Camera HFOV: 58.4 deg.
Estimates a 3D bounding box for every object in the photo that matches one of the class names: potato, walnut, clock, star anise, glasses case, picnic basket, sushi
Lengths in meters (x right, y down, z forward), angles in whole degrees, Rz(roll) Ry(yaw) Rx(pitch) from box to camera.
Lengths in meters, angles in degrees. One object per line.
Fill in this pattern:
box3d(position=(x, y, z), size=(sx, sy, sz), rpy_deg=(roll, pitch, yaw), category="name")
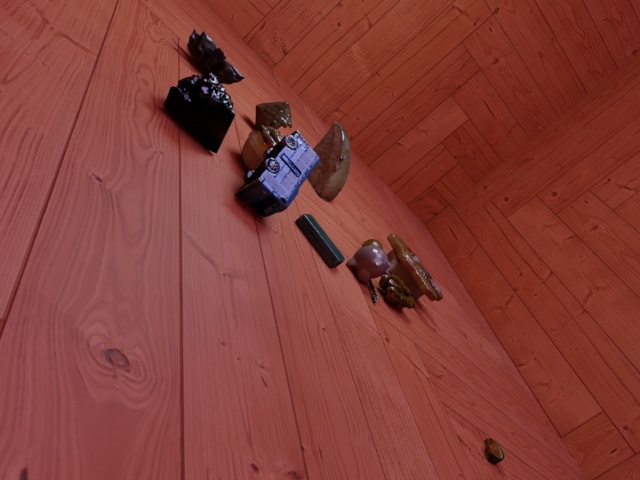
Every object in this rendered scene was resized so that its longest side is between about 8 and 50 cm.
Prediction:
box3d(position=(0.077, -0.307, 2.320), size=(0.189, 0.264, 0.211), rpy_deg=(18, 28, -47), category="potato")
box3d(position=(0.265, 0.182, 2.020), size=(0.170, 0.069, 0.143), rpy_deg=(33, 23, -43), category="walnut")
box3d(position=(0.350, 0.139, 2.363), size=(0.192, 0.071, 0.147), rpy_deg=(45, 16, -18), category="clock")
box3d(position=(-0.394, -0.649, 2.079), size=(0.223, 0.109, 0.236), rpy_deg=(48, -4, -37), category="star anise")
box3d(position=(0.000, 0.000, 1.753), size=(0.184, 0.039, 0.078), rpy_deg=(52, 15, 10), category="glasses case")
box3d(position=(-0.174, -0.425, 2.142), size=(0.128, 0.138, 0.178), rpy_deg=(-95, 180, -75), category="picnic basket")
box3d(position=(-0.312, -0.367, 1.534), size=(0.172, 0.153, 0.150), rpy_deg=(25, 42, -14), category="sushi")

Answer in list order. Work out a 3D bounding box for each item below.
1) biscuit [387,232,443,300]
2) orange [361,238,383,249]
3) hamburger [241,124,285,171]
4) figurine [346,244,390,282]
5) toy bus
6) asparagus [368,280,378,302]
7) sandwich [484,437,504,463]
box3d(position=(0.384, 0.104, 2.321), size=(0.333, 0.047, 0.202), rpy_deg=(56, 17, 22), category="biscuit")
box3d(position=(0.197, 0.030, 2.188), size=(0.085, 0.085, 0.085), rpy_deg=(45, 15, -16), category="orange")
box3d(position=(-0.137, -0.243, 1.747), size=(0.237, 0.147, 0.237), rpy_deg=(49, 14, -16), category="hamburger")
box3d(position=(0.164, 0.076, 1.902), size=(0.125, 0.125, 0.138), rpy_deg=(53, 26, 13), category="figurine")
box3d(position=(-0.110, -0.174, 1.535), size=(0.133, 0.116, 0.234), rpy_deg=(48, 49, -19), category="toy bus")
box3d(position=(0.166, 0.141, 1.924), size=(0.023, 0.022, 0.233), rpy_deg=(14, 27, -15), category="asparagus")
box3d(position=(0.520, 0.636, 1.725), size=(0.067, 0.029, 0.135), rpy_deg=(49, 15, 17), category="sandwich")
